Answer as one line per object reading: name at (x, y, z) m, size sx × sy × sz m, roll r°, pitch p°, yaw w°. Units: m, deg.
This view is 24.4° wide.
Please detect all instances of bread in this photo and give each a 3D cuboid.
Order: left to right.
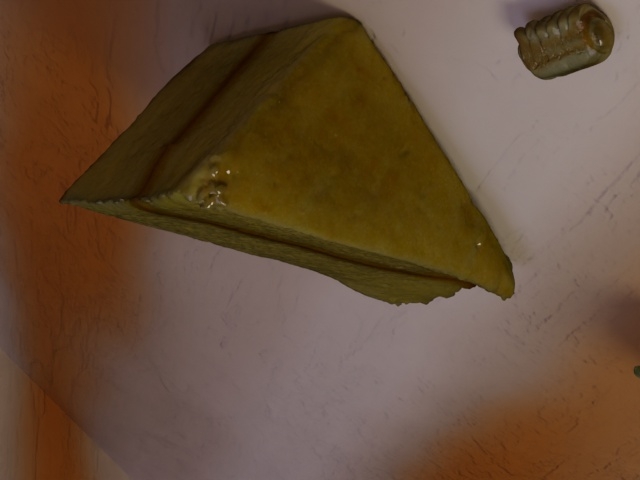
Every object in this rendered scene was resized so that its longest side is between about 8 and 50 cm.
bread at (0.000, 0.000, 1.353) m, size 0.233 × 0.245 × 0.362 m, roll -2°, pitch 134°, yaw 51°
bread at (0.182, -0.148, 1.090) m, size 0.049 × 0.033 × 0.088 m, roll 55°, pitch 147°, yaw -11°

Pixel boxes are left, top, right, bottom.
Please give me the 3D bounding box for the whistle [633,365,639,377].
whistle at (0.412, 0.173, 1.292) m, size 0.294 × 0.141 × 0.141 m, roll 18°, pitch 152°, yaw 18°
